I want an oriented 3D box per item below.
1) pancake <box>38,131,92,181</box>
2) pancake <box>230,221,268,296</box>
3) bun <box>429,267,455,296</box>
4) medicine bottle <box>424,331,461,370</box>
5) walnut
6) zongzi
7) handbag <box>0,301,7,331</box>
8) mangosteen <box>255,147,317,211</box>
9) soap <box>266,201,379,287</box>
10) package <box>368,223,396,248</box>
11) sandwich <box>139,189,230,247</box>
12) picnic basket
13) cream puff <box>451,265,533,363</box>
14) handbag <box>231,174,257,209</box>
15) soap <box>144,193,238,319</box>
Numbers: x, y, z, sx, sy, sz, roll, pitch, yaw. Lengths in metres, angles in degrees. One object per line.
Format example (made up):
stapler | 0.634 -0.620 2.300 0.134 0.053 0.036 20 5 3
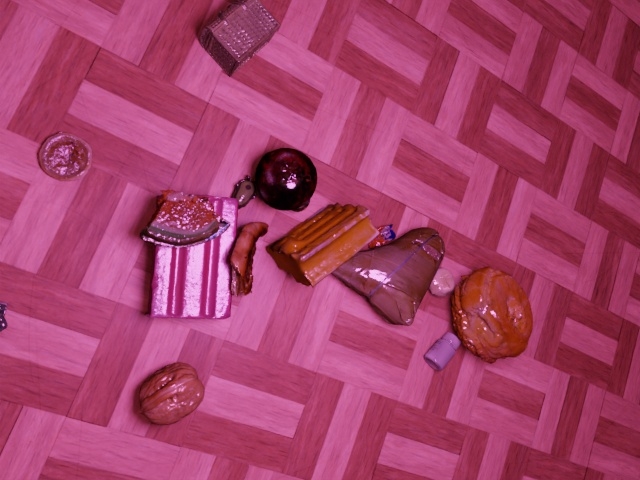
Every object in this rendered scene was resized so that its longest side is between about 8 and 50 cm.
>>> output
pancake | -0.707 -0.231 1.391 0.140 0.022 0.139 1 88 -23
pancake | -0.216 0.045 1.485 0.056 0.212 0.257 4 77 9
bun | 0.436 0.155 1.826 0.115 0.069 0.115 15 64 -32
medicine bottle | 0.445 0.401 1.812 0.130 0.080 0.080 -43 103 -19
walnut | -0.425 0.434 1.411 0.184 0.155 0.155 -32 100 -18
zongzi | 0.215 0.046 1.700 0.393 0.174 0.356 35 68 -4
handbag | -0.944 0.262 1.241 0.260 0.079 0.247 12 84 -24
mangosteen | -0.107 -0.186 1.547 0.210 0.210 0.209 1 87 -23
soap | 0.000 0.000 1.558 0.281 0.259 0.143 -37 114 -19
package | 0.211 -0.022 1.762 0.111 0.033 0.077 -17 118 -9
sandwich | -0.358 -0.053 1.359 0.235 0.079 0.159 10 83 -26
picnic basket | -0.254 -0.643 1.542 0.154 0.134 0.196 45 73 -13
cream puff | 0.593 0.266 1.787 0.343 0.231 0.326 35 51 -25
handbag | -0.241 -0.144 1.569 0.072 0.047 0.111 32 74 -17
soap | -0.375 0.047 1.461 0.233 0.128 0.359 5 86 -24
